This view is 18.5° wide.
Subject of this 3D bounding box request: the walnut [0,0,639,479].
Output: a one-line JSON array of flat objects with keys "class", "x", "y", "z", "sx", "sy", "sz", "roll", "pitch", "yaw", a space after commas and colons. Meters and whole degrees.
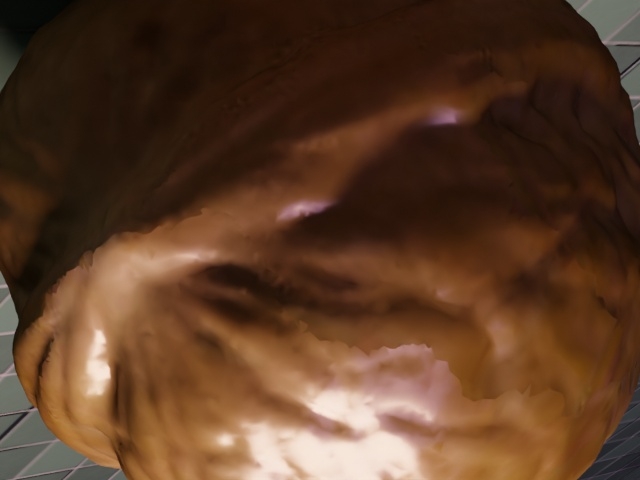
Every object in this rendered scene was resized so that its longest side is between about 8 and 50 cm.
[{"class": "walnut", "x": 0.000, "y": 0.000, "z": 0.884, "sx": 0.333, "sy": 0.333, "sz": 0.333, "roll": -24, "pitch": 160, "yaw": -9}]
